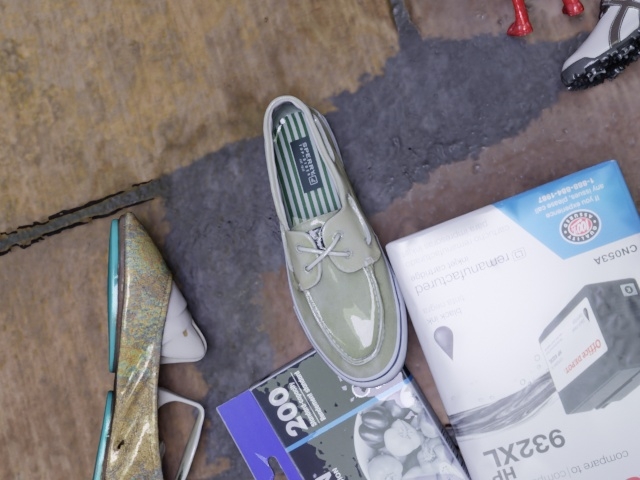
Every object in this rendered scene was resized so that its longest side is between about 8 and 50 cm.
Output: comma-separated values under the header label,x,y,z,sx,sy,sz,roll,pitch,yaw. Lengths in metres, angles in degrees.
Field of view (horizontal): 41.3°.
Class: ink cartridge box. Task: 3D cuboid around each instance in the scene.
label,x,y,z,sx,sy,sz,roll,pitch,yaw
ink cartridge box,0.020,0.215,0.878,0.208,0.045,0.206,-32,84,9
ink cartridge box,0.220,0.109,0.801,0.223,0.129,0.307,-21,86,9

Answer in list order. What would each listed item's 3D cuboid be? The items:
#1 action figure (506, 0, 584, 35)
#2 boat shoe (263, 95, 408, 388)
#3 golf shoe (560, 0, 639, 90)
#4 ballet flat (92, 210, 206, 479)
label,x,y,z,sx,sy,sz,roll,pitch,yaw
action figure,0.174,-0.355,0.848,0.091,0.139,0.280,-20,108,6
boat shoe,0.000,0.000,0.837,0.109,0.094,0.302,-23,75,10
golf shoe,0.297,-0.229,0.827,0.198,0.077,0.094,-40,77,-2
ballet flat,-0.176,0.147,0.889,0.123,0.123,0.348,4,89,10
